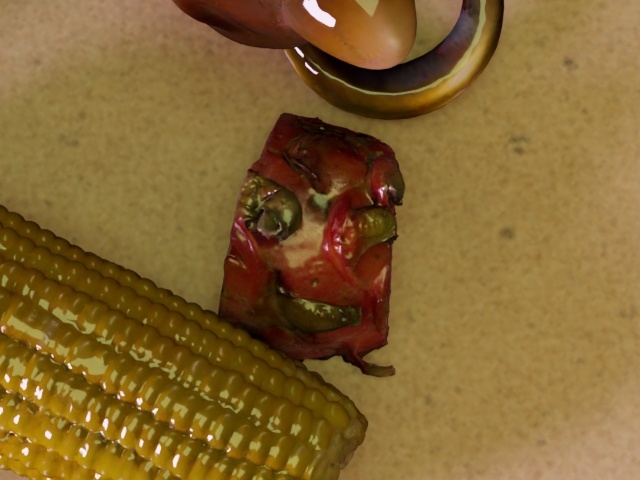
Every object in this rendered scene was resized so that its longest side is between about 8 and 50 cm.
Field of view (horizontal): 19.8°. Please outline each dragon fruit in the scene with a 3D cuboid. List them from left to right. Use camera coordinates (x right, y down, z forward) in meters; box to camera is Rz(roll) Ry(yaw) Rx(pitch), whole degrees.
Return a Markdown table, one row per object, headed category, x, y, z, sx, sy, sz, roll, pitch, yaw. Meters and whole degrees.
| category | x | y | z | sx | sy | sz | roll | pitch | yaw |
| --- | --- | --- | --- | --- | --- | --- | --- | --- | --- |
| dragon fruit | 0.000 | 0.000 | 0.997 | 0.102 | 0.096 | 0.147 | 6 | 85 | -4 |

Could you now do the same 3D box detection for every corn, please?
| category | x | y | z | sx | sy | sz | roll | pitch | yaw |
| --- | --- | --- | --- | --- | --- | --- | --- | --- | --- |
| corn | -0.138 | 0.063 | 0.972 | 0.344 | 0.131 | 0.131 | 24 | 83 | 2 |

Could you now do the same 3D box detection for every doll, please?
| category | x | y | z | sx | sy | sz | roll | pitch | yaw |
| --- | --- | --- | --- | --- | --- | --- | --- | --- | --- |
| doll | 0.022 | -0.253 | 0.965 | 0.318 | 0.209 | 0.339 | 33 | 81 | -16 |
